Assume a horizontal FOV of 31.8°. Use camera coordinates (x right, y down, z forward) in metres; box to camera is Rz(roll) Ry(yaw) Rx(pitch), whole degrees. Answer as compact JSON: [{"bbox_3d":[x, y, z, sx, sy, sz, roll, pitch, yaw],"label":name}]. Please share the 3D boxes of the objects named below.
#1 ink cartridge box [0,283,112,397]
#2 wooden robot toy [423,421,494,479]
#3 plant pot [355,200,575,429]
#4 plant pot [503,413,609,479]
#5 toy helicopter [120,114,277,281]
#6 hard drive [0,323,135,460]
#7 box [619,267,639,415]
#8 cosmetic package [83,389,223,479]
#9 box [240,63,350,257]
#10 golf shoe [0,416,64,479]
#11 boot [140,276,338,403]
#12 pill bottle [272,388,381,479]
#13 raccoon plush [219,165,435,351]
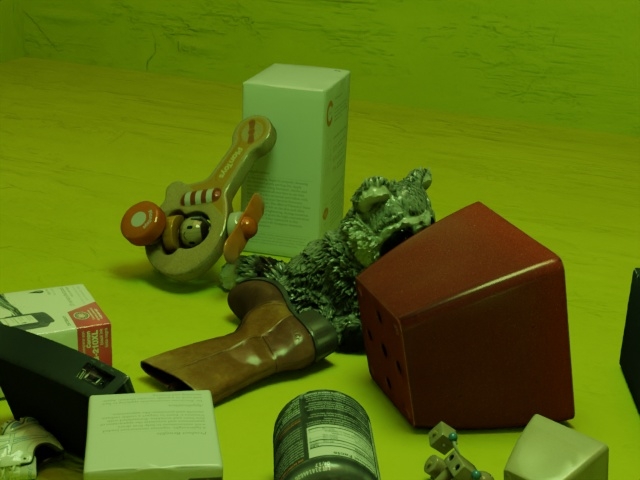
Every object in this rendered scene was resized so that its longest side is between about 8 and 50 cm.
[{"bbox_3d":[-0.454,0.153,1.707,0.237,0.100,0.172,-7,22,-25],"label":"ink cartridge box"},{"bbox_3d":[0.186,0.310,1.447,0.079,0.076,0.173,34,10,-21],"label":"wooden robot toy"},{"bbox_3d":[0.198,0.129,1.663,0.236,0.267,0.267,-15,25,-14],"label":"plant pot"},{"bbox_3d":[0.287,0.302,1.404,0.109,0.109,0.096,20,39,39],"label":"plant pot"},{"bbox_3d":[-0.182,-0.079,2.065,0.235,0.140,0.355,21,72,36],"label":"toy helicopter"},{"bbox_3d":[-0.334,0.212,1.479,0.255,0.172,0.054,15,42,34],"label":"hard drive"},{"bbox_3d":[0.645,0.186,1.644,0.343,0.178,0.312,4,21,4],"label":"box"},{"bbox_3d":[-0.195,0.284,1.310,0.151,0.151,0.183,-1,20,-8],"label":"cosmetic package"},{"bbox_3d":[-0.050,-0.163,2.263,0.168,0.345,0.215,8,20,13],"label":"box"},{"bbox_3d":[-0.402,0.281,1.422,0.086,0.069,0.176,22,28,26],"label":"golf shoe"},{"bbox_3d":[-0.156,0.166,1.781,0.280,0.096,0.264,-20,37,-32],"label":"boot"},{"bbox_3d":[0.007,0.290,1.351,0.131,0.130,0.245,2,20,-3],"label":"pill bottle"},{"bbox_3d":[0.000,0.000,1.893,0.447,0.299,0.216,11,22,23],"label":"raccoon plush"}]
